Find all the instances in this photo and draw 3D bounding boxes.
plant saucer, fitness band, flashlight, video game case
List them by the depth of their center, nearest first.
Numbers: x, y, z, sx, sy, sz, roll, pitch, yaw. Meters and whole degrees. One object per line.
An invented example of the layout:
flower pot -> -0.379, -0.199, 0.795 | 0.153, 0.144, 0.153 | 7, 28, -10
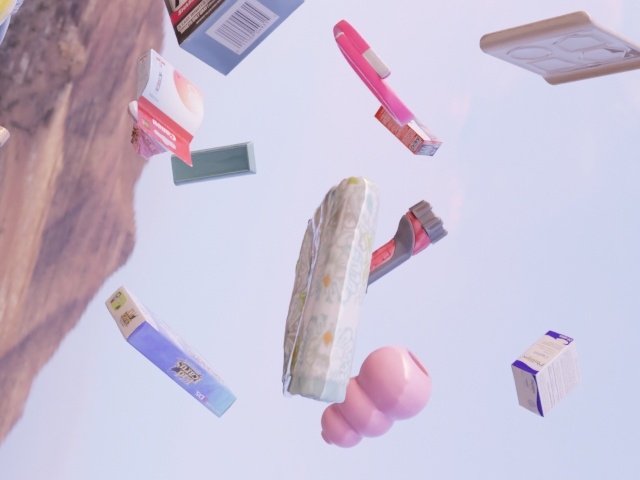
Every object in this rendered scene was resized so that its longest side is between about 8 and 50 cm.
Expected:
plant saucer -> -0.220, -0.154, 1.933 | 0.018, 0.192, 0.067 | -7, 90, -67
video game case -> -0.314, 0.227, 1.996 | 0.061, 0.269, 0.244 | -47, -154, -5
flashlight -> 0.139, 0.027, 2.185 | 0.304, 0.103, 0.103 | -32, -131, -1
fitness band -> 0.118, -0.384, 2.212 | 0.054, 0.209, 0.290 | -37, -112, 3

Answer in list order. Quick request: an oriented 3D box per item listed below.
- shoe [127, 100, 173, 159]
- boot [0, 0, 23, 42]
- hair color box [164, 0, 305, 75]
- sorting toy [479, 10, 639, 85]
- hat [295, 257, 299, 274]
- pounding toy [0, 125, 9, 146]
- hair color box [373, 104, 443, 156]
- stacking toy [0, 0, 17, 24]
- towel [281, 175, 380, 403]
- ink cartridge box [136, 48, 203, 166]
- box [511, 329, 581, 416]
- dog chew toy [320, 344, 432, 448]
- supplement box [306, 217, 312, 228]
shoe -> -0.445, -0.268, 2.380 | 0.081, 0.178, 0.063 | -24, -129, 13
boot -> -0.809, -0.482, 2.144 | 0.284, 0.138, 0.377 | -51, -179, 33
hair color box -> -0.174, -0.470, 1.576 | 0.185, 0.114, 0.374 | -39, -130, 22
sorting toy -> 0.378, -0.298, 1.473 | 0.193, 0.208, 0.038 | -5, -103, 44
hat -> 0.050, 0.062, 2.436 | 0.183, 0.208, 0.173 | -34, -167, 44
pounding toy -> -0.723, -0.296, 2.005 | 0.181, 0.206, 0.094 | -19, -147, 45
hair color box -> 0.229, -0.290, 2.499 | 0.167, 0.093, 0.053 | 48, -62, 26
stacking toy -> -0.599, -0.408, 1.512 | 0.480, 0.350, 0.350 | -28, -152, 0
towel -> 0.004, 0.090, 1.487 | 0.374, 0.090, 0.320 | 132, -32, -79
ink cartridge box -> -0.269, -0.241, 1.729 | 0.045, 0.145, 0.179 | -30, -133, 21
box -> 0.488, 0.286, 2.071 | 0.072, 0.137, 0.126 | 22, -42, 47
dog chew toy -> 0.137, 0.432, 2.575 | 0.332, 0.206, 0.206 | -40, -152, 9
supplement box -> 0.000, 0.000, 1.972 | 0.055, 0.043, 0.083 | 31, -58, 35
